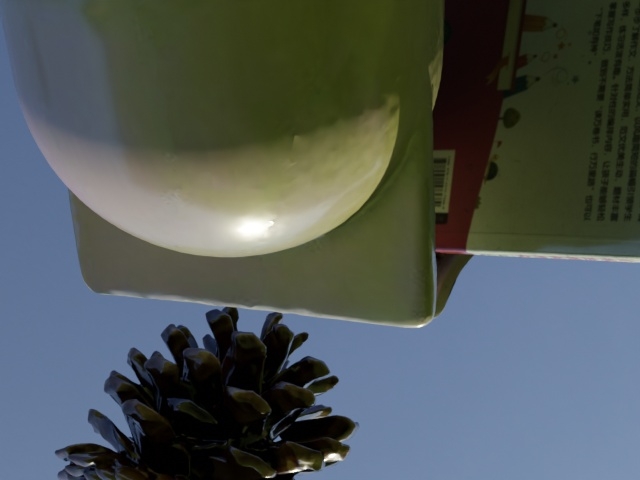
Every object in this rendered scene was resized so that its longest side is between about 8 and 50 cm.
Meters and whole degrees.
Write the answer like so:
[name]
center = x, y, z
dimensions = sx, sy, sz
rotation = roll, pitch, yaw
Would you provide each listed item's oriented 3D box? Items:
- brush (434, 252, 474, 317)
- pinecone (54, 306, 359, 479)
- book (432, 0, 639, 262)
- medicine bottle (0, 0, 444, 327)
[brush]
center = 0.000, 0.000, 1.018
dimensions = 0.050, 0.321, 0.060
rotation = 33, -99, -24
[pinecone]
center = -0.083, 0.181, 1.270
dimensions = 0.264, 0.264, 0.264
rotation = -10, -71, -32
[book]
center = 0.132, -0.070, 0.808
dimensions = 0.022, 0.232, 0.162
rotation = 15, -99, -48
[medicine bottle]
center = -0.052, -0.149, 0.767
dimensions = 0.236, 0.236, 0.406
rotation = -16, -66, -30
